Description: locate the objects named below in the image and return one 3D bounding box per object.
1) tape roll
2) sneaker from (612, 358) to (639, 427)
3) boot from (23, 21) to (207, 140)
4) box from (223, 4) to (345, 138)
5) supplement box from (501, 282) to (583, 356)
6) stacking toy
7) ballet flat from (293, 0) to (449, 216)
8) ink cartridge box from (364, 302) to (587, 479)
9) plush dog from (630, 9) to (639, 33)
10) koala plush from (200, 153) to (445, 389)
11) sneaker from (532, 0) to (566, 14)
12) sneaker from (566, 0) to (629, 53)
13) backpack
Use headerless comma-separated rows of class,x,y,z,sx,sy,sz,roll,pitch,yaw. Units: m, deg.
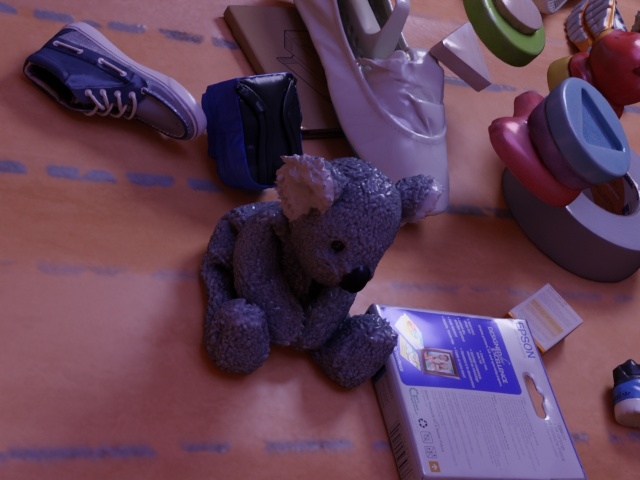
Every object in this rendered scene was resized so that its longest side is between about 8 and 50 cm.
tape roll,0.342,-0.054,1.728,0.219,0.072,0.219,21,44,-21
sneaker,0.405,0.181,1.567,0.152,0.058,0.084,13,55,-17
boot,-0.217,-0.149,1.422,0.190,0.069,0.086,33,47,6
box,-0.010,-0.208,1.652,0.164,0.021,0.201,-6,57,-40
supplement box,0.248,0.097,1.547,0.062,0.036,0.098,49,42,13
stacking toy,0.291,-0.213,1.628,0.279,0.130,0.309,48,38,-13
ballet flat,0.071,-0.217,1.604,0.139,0.139,0.400,1,53,-36
ink cartridge box,0.156,0.168,1.408,0.208,0.045,0.206,7,50,-29
plush dog,0.651,-0.342,2.099,0.262,0.225,0.210,39,41,2
koala plush,0.000,0.000,1.314,0.196,0.221,0.203,9,48,-30
sneaker,0.349,-0.445,2.061,0.148,0.131,0.350,27,28,18
sneaker,0.427,-0.293,2.015,0.083,0.084,0.214,30,43,-31
backpack,-0.072,-0.114,1.464,0.098,0.101,0.120,-14,94,-38
